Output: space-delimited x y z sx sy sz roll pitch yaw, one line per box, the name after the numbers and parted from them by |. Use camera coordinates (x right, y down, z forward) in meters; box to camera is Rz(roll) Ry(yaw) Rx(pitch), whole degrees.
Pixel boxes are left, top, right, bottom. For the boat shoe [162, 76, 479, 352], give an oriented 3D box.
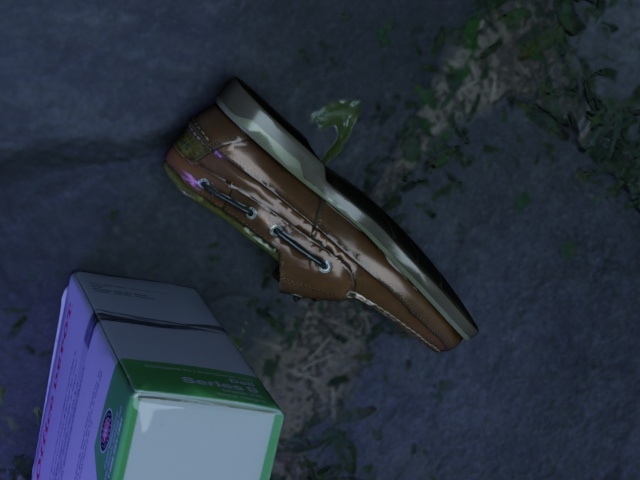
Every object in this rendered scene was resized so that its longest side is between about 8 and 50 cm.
0.000 0.000 1.406 0.307 0.111 0.104 44 96 -12 | boat shoe

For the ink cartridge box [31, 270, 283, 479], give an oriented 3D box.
-0.141 0.168 1.319 0.121 0.289 0.211 8 105 -19 | ink cartridge box
